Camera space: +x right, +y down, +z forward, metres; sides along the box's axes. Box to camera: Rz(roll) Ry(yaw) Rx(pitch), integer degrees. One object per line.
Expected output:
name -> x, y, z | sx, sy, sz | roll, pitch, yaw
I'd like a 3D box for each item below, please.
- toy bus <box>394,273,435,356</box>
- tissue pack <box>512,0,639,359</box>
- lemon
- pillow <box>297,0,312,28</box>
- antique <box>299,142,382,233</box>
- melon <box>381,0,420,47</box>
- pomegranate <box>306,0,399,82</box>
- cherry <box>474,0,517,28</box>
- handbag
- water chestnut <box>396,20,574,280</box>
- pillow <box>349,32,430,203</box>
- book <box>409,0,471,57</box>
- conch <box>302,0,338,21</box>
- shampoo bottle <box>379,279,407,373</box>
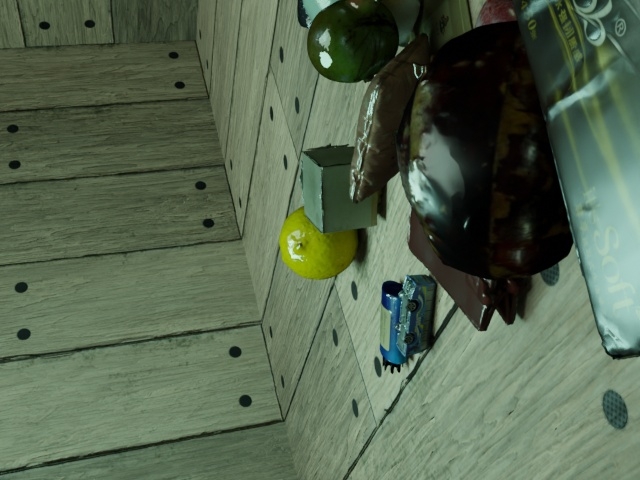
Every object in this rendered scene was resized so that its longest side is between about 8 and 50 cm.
toy bus -> 0.173, 0.137, 1.411 | 0.051, 0.061, 0.153 | -123, 32, -61
tissue pack -> 0.303, -0.106, 0.610 | 0.198, 0.210, 0.370 | 121, 139, -74
lemon -> 0.000, 0.000, 1.753 | 0.178, 0.203, 0.178 | 7, 104, 28
pillow -> -0.028, -0.608, 1.828 | 0.141, 0.055, 0.208 | -113, 22, -67
antique -> 0.045, -0.112, 1.599 | 0.147, 0.147, 0.152 | -129, 35, -63
melon -> 0.131, -0.433, 1.296 | 0.139, 0.093, 0.203 | -58, -46, -59
pomegranate -> 0.061, -0.340, 1.205 | 0.131, 0.152, 0.191 | 32, 129, 13
cherry -> 0.248, -0.199, 0.979 | 0.107, 0.090, 0.226 | -2, 104, 59
handbag -> 0.218, -0.038, 1.147 | 0.275, 0.084, 0.260 | -125, 32, -58
water chestnut -> 0.222, -0.090, 0.823 | 0.300, 0.300, 0.300 | 173, 90, -74
pillow -> 0.118, -0.194, 1.236 | 0.223, 0.084, 0.236 | -50, -25, -45
book -> 0.189, -0.337, 1.241 | 0.198, 0.016, 0.139 | 152, 110, -73
conch -> 0.031, -0.487, 1.594 | 0.185, 0.121, 0.221 | 48, -160, -63
shampoo bottle -> 0.147, 0.177, 1.538 | 0.087, 0.050, 0.183 | -135, 41, -61
